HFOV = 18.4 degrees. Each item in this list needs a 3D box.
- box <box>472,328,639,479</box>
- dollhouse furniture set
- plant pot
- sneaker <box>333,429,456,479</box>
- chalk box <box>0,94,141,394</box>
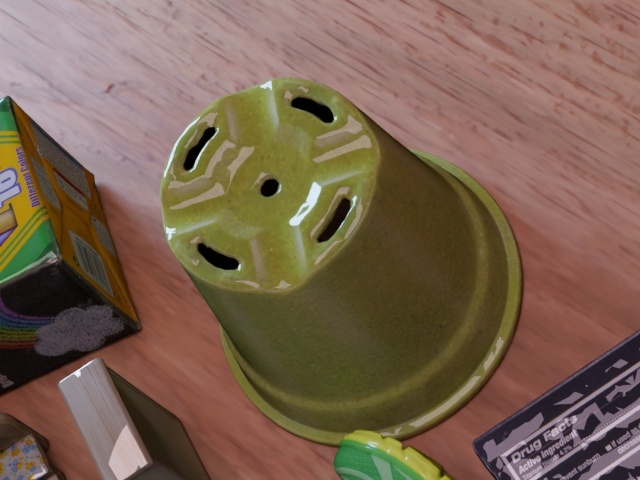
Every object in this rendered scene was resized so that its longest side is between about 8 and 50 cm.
[{"bbox_3d":[0.322,0.202,1.435,0.296,0.183,0.294,-34,62,3],"label":"box"},{"bbox_3d":[-0.229,0.228,1.648,0.242,0.161,0.212,-34,61,5],"label":"dollhouse furniture set"},{"bbox_3d":[0.000,0.000,1.606,0.276,0.254,0.276,-8,65,18],"label":"plant pot"},{"bbox_3d":[0.093,0.263,1.540,0.123,0.109,0.295,-41,60,-2],"label":"sneaker"},{"bbox_3d":[-0.341,0.036,1.764,0.289,0.180,0.179,-24,62,8],"label":"chalk box"}]
